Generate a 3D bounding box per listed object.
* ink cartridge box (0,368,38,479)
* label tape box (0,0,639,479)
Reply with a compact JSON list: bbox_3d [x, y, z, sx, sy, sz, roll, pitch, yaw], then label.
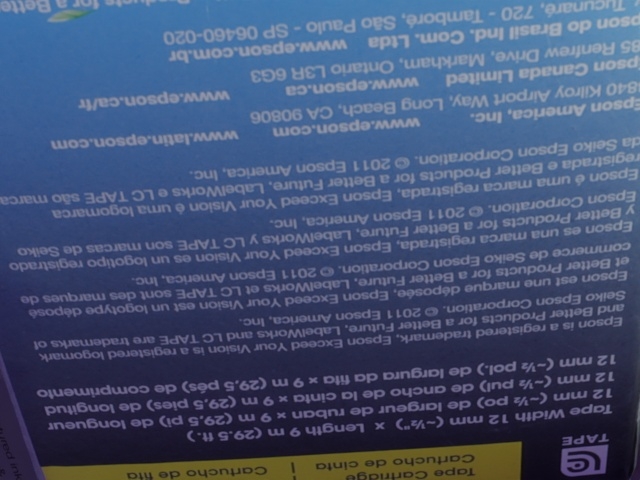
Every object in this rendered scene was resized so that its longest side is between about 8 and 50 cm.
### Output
[{"bbox_3d":[-0.249,0.141,0.661,0.197,0.270,0.198,-24,86,25],"label":"ink cartridge box"},{"bbox_3d":[0.000,0.000,0.558,0.249,0.115,0.347,-4,135,2],"label":"label tape box"}]
